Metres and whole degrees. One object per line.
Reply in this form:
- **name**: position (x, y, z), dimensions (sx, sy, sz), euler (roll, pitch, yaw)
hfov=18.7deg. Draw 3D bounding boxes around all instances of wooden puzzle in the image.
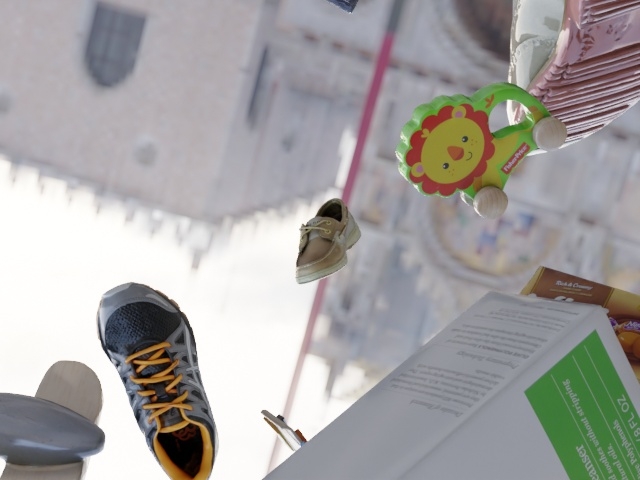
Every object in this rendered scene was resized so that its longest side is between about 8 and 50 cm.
- **wooden puzzle**: position (-0.022, 0.191, 1.855), dimensions (0.078, 0.014, 0.116), euler (51, 170, -29)

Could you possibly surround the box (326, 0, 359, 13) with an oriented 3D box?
- **box**: position (0.049, -0.373, 2.222), dimensions (0.056, 0.183, 0.231), euler (27, -165, -12)

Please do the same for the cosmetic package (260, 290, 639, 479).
- **cosmetic package**: position (0.092, 0.223, 1.538), dimensions (0.365, 0.197, 0.155), euler (-40, -157, -25)

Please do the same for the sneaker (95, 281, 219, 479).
- **sneaker**: position (-0.142, 0.135, 1.778), dimensions (0.084, 0.215, 0.083), euler (-23, -157, 2)

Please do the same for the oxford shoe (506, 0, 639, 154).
- **oxford shoe**: position (0.241, -0.220, 1.800), dimensions (0.140, 0.397, 0.146), euler (-15, -116, -18)

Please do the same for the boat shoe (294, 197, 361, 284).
- **boat shoe**: position (0.000, 0.000, 1.749), dimensions (0.050, 0.045, 0.135), euler (-17, -165, 17)

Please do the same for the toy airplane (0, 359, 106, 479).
- **toy airplane**: position (-0.311, 0.316, 1.756), dimensions (0.272, 0.384, 0.386), euler (56, 176, -41)

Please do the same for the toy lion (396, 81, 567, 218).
- **toy lion**: position (0.104, -0.068, 1.324), dimensions (0.096, 0.100, 0.034), euler (38, -174, -30)

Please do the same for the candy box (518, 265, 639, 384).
- **candy box**: position (0.275, 0.099, 1.954), dimensions (0.187, 0.053, 0.109), euler (19, -125, 35)
